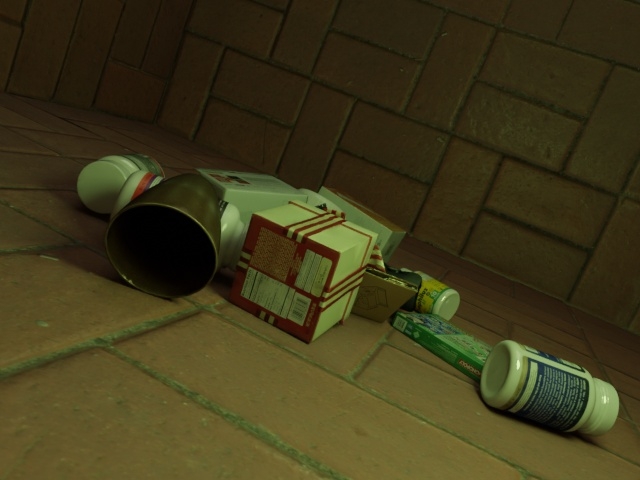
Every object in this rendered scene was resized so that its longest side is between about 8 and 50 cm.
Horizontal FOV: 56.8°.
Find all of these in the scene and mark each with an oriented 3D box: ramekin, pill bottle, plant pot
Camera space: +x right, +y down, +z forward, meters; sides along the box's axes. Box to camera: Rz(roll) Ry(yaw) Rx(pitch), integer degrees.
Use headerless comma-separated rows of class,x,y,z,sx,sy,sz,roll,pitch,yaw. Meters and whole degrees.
ramekin,-0.022,-0.085,2.211,0.273,0.127,0.273,30,-10,6
pill bottle,0.505,0.332,1.312,0.265,0.153,0.153,21,10,-6
pill bottle,0.329,0.169,1.893,0.117,0.117,0.208,11,15,-46
pill bottle,-0.318,-0.032,1.411,0.323,0.181,0.181,21,10,-6
plant pot,-0.289,-0.039,1.202,0.215,0.215,0.230,20,33,-8
pill bottle,-0.548,-0.157,1.642,0.161,0.161,0.283,22,11,-2

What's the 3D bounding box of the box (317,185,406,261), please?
box,0.139,-0.057,2.396,0.345,0.168,0.215,34,13,18

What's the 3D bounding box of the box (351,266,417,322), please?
box,0.129,0.139,1.511,0.164,0.201,0.021,20,54,-11

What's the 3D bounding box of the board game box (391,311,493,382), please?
board game box,0.373,0.286,1.582,0.213,0.046,0.317,12,14,-48

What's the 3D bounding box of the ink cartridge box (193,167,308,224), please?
ink cartridge box,-0.247,-0.141,1.979,0.309,0.130,0.272,2,20,-36

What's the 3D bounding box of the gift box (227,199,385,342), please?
gift box,-0.017,0.074,1.345,0.276,0.255,0.258,29,20,16

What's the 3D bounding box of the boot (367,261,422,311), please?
boot,0.055,0.092,1.634,0.445,0.146,0.367,23,10,10

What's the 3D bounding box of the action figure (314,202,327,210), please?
action figure,0.050,0.016,1.945,0.185,0.099,0.285,-19,76,-48
